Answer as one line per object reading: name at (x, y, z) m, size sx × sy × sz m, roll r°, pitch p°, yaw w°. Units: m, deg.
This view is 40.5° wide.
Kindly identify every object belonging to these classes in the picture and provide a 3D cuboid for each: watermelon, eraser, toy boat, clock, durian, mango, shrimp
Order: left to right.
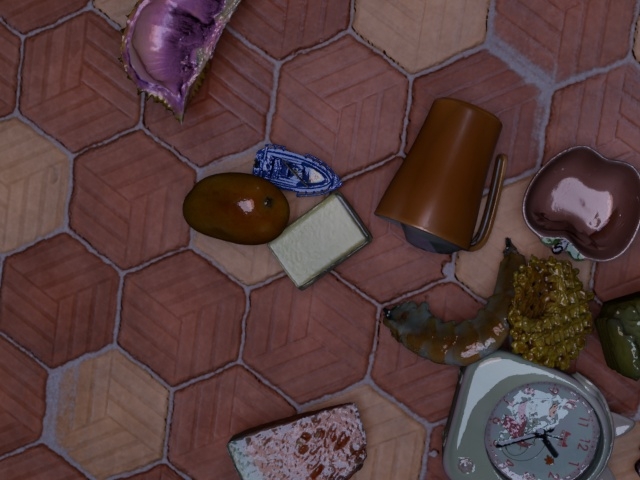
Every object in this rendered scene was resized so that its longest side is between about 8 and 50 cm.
durian at (-0.249, -0.398, 1.612) m, size 0.191 × 0.112 × 0.341 m, roll 26°, pitch 89°, yaw 14°
mango at (-0.162, -0.059, 1.596) m, size 0.221 × 0.152 × 0.120 m, roll 7°, pitch 60°, yaw 23°
toy boat at (-0.045, -0.122, 1.604) m, size 0.174 × 0.110 × 0.091 m, roll 14°, pitch 99°, yaw 4°
watermelon at (-0.025, 0.404, 1.647) m, size 0.256 × 0.140 × 0.193 m, roll -30°, pitch 86°, yaw -1°
eraser at (0.000, 0.000, 1.633) m, size 0.172 × 0.058 × 0.117 m, roll -36°, pitch 88°, yaw 8°
shrimp at (0.264, 0.130, 1.570) m, size 0.287 × 0.068 × 0.185 m, roll -37°, pitch 52°, yaw 10°
clock at (0.396, 0.349, 1.589) m, size 0.324 × 0.108 × 0.265 m, roll 16°, pitch 95°, yaw 5°

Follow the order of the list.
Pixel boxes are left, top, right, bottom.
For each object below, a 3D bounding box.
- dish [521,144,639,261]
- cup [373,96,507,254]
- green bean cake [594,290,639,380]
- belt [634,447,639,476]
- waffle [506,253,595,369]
dish at (0.464, -0.063, 1.557) m, size 0.213 × 0.090 × 0.214 m, roll 0°, pitch 93°, yaw 5°
cup at (0.236, -0.103, 1.557) m, size 0.226 × 0.182 × 0.264 m, roll 22°, pitch 91°, yaw -28°
green bean cake at (0.601, 0.143, 1.488) m, size 0.236 × 0.233 × 0.124 m, roll -17°, pitch 87°, yaw 7°
belt at (0.677, 0.362, 1.584) m, size 0.232 × 0.053 × 0.071 m, roll -31°, pitch 98°, yaw 8°
waffle at (0.402, 0.126, 1.520) m, size 0.197 × 0.070 × 0.193 m, roll 17°, pitch 78°, yaw -35°
